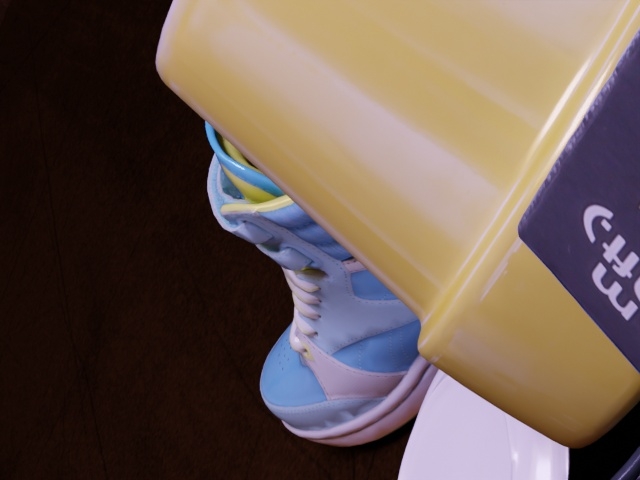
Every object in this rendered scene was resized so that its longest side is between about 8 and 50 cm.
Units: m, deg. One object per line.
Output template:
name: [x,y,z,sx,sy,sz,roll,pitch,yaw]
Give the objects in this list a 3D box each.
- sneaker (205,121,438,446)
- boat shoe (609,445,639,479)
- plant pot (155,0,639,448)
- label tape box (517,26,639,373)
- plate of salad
sneaker: [0.000,0.000,0.990,0.319,0.208,0.127,-45,33,45]
boat shoe: [0.196,0.040,0.635,0.340,0.113,0.127,-52,21,26]
plant pot: [0.072,-0.080,0.755,0.254,0.239,0.254,-58,-2,-3]
label tape box: [0.171,0.038,0.416,0.106,0.240,0.333,-35,-14,-21]
plate of salad: [0.085,0.137,0.896,0.200,0.048,0.199,-168,90,-72]
